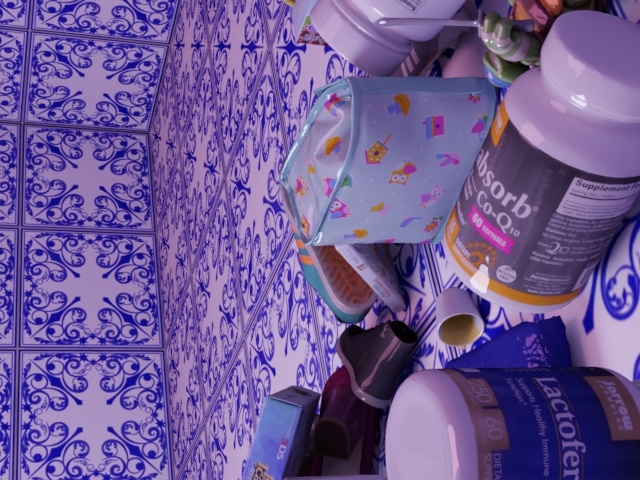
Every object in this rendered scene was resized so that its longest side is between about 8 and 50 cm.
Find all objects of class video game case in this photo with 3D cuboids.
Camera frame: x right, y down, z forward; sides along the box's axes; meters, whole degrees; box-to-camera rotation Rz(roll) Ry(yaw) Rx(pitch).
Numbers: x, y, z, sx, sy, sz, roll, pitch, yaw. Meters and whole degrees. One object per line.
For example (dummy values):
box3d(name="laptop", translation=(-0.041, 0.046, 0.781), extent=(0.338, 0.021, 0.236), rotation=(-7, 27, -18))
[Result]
box3d(name="video game case", translation=(-0.076, 0.361, 1.495), extent=(0.244, 0.061, 0.269), rotation=(40, -114, -83))
box3d(name="video game case", translation=(0.057, -0.027, 1.512), extent=(0.206, 0.026, 0.227), rotation=(47, -157, -47))

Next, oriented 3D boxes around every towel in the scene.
box3d(name="towel", translation=(0.231, 0.261, 1.109), extent=(0.227, 0.076, 0.308), rotation=(139, 132, -56))

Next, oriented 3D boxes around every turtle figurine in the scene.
box3d(name="turtle figurine", translation=(0.205, -0.282, 0.990), extent=(0.266, 0.275, 0.198), rotation=(-45, -1, 38))

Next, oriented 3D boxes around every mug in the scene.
box3d(name="mug", translation=(0.175, 0.101, 1.300), extent=(0.064, 0.062, 0.078), rotation=(-97, 26, -49))

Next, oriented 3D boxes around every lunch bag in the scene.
box3d(name="lunch bag", translation=(0.092, -0.122, 1.316), extent=(0.262, 0.223, 0.160), rotation=(114, 146, -45))

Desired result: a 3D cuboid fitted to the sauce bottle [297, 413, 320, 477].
box3d(name="sauce bottle", translation=(-0.086, 0.449, 1.687), extent=(0.344, 0.111, 0.111), rotation=(-49, 10, -17))

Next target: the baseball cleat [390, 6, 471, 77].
box3d(name="baseball cleat", translation=(0.133, -0.289, 1.398), extent=(0.072, 0.109, 0.206), rotation=(-58, 10, -31))

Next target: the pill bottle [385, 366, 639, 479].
box3d(name="pill bottle", translation=(0.204, 0.189, 0.882), extent=(0.153, 0.264, 0.153), rotation=(-179, 90, -70))

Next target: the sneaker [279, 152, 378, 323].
box3d(name="sneaker", translation=(0.000, 0.000, 1.613), extent=(0.121, 0.108, 0.302), rotation=(114, 139, -62))

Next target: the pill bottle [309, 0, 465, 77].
box3d(name="pill bottle", translation=(0.121, -0.350, 1.219), extent=(0.283, 0.160, 0.160), rotation=(-49, 37, 26))

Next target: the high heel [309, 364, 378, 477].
box3d(name="high heel", translation=(0.045, 0.382, 1.652), extent=(0.181, 0.127, 0.377), rotation=(-57, -22, -54))

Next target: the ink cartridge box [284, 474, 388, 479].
box3d(name="ink cartridge box", translation=(0.018, 0.558, 1.375), extent=(0.279, 0.160, 0.385), rotation=(-117, 34, -57))

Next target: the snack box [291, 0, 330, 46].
box3d(name="snack box", translation=(0.081, -0.351, 1.403), extent=(0.174, 0.207, 0.070), rotation=(120, 147, -52))

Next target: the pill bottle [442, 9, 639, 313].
box3d(name="pill bottle", translation=(0.237, -0.073, 0.979), extent=(0.162, 0.162, 0.278), rotation=(-107, 27, -45))

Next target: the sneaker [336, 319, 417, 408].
box3d(name="sneaker", translation=(0.094, 0.161, 1.535), extent=(0.118, 0.083, 0.222), rotation=(-61, 17, 13))

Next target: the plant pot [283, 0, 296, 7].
box3d(name="plant pot", translation=(0.045, -0.502, 1.512), extent=(0.254, 0.254, 0.239), rotation=(132, 153, -62))
